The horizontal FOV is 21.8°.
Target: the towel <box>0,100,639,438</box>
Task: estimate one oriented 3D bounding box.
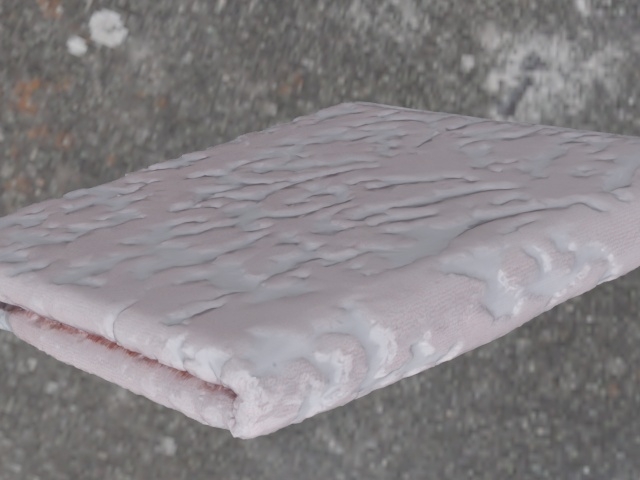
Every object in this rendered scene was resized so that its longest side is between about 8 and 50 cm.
[{"bbox_3d":[0.000,0.000,0.880,0.317,0.332,0.053,13,118,49],"label":"towel"}]
